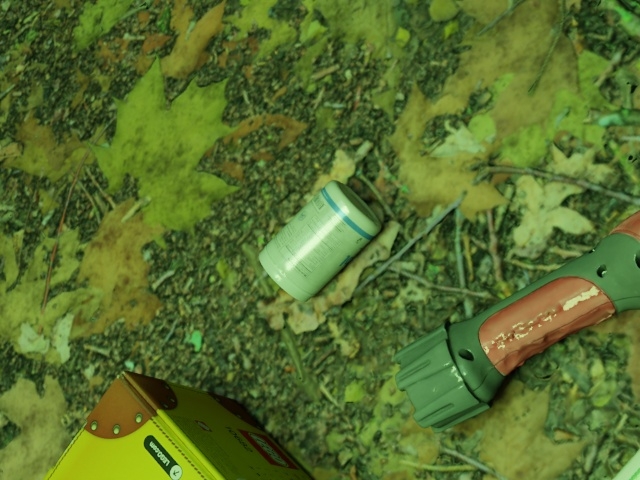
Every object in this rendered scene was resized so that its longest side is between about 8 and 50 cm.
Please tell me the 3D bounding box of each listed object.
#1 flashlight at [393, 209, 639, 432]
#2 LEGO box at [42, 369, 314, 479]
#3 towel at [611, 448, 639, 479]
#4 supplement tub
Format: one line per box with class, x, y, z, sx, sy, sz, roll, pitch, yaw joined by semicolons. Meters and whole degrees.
flashlight;0.205;0.064;0.947;0.304;0.103;0.103;-33;63;18
LEGO box;-0.082;0.413;0.953;0.500;0.193;0.372;41;97;34
towel;0.334;0.289;0.834;0.248;0.038;0.325;-52;56;7
supplement tub;0.000;0.000;1.109;0.107;0.071;0.071;-45;57;13
